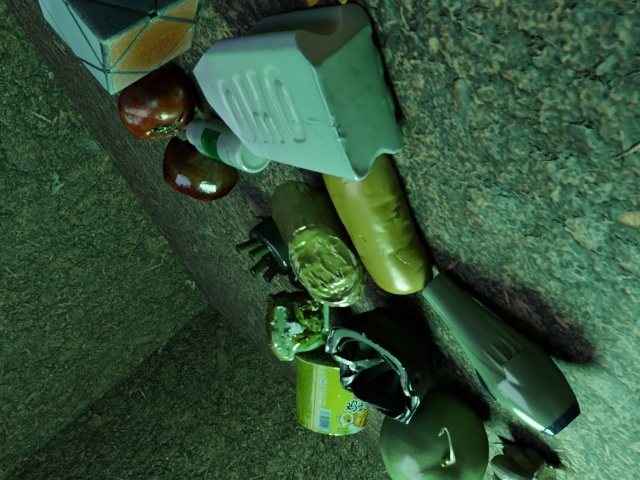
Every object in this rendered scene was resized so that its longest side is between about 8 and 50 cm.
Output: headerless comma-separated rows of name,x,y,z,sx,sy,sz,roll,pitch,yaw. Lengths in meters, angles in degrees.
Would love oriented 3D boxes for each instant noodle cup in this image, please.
instant noodle cup,0.043,0.421,1.441,0.264,0.265,0.199,8,94,60

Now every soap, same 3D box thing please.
soap,-0.052,-0.224,0.760,0.347,0.115,0.208,23,144,49

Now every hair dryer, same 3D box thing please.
hair dryer,0.282,0.187,0.888,0.295,0.119,0.298,53,173,5

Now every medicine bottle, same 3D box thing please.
medicine bottle,-0.215,-0.224,1.130,0.260,0.095,0.095,29,152,45

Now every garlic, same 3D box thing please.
garlic,0.430,0.503,1.116,0.131,0.127,0.194,52,179,-18

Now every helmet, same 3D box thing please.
helmet,0.153,0.250,1.122,0.225,0.177,0.305,24,139,36

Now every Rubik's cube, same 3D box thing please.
Rubik's cube,-0.367,-0.430,0.906,0.205,0.205,0.207,51,161,-6

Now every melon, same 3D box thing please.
melon,0.267,0.483,1.199,0.271,0.272,0.308,51,-169,-8

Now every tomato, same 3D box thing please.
tomato,-0.392,-0.328,1.201,0.187,0.187,0.151,-10,97,67

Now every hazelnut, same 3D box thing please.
hazelnut,-0.324,-0.191,1.355,0.202,0.160,0.170,15,-178,-17

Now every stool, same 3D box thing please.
stool,-0.115,0.042,1.339,0.228,0.139,0.153,44,157,15

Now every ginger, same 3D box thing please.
ginger,0.000,0.000,0.990,0.221,0.130,0.275,-99,-15,-67

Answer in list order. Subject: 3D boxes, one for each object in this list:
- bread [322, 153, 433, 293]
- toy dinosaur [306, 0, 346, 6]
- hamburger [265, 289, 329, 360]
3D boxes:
bread,0.096,-0.028,0.865,0.142,0.091,0.305,28,151,55
toy dinosaur,0.000,-0.322,0.564,0.288,0.070,0.117,26,150,56
hamburger,-0.067,0.226,1.392,0.288,0.168,0.192,179,92,-82
